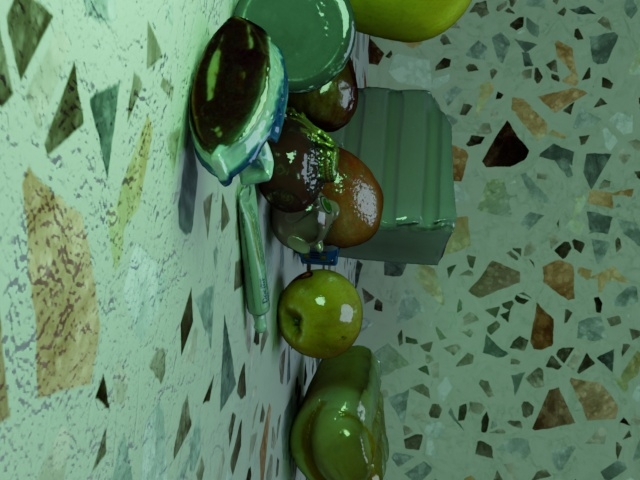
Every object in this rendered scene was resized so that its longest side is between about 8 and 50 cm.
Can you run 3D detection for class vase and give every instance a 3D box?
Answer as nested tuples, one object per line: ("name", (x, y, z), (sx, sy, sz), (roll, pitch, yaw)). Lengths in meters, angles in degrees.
("vase", (-0.036, -0.300, 1.403), (0.321, 0.173, 0.173), (-87, 180, -86))

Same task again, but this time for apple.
("apple", (-0.005, 0.146, 1.791), (0.155, 0.182, 0.183), (-19, 115, -50))

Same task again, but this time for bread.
("bread", (0.039, 0.446, 2.106), (0.341, 0.210, 0.301), (-72, 152, -65))

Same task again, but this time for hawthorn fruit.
("hawthorn fruit", (0.018, -0.102, 1.787), (0.199, 0.199, 0.251), (-79, 156, -51))

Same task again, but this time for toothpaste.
("toothpaste", (-0.103, 0.029, 1.424), (0.067, 0.037, 0.256), (-62, 151, -62))

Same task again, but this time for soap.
("soap", (0.165, -0.173, 2.334), (0.213, 0.350, 0.435), (80, 12, -60))

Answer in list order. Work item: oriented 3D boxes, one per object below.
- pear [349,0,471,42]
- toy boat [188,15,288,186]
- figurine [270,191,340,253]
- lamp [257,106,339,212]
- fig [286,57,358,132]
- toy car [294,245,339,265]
("pear", (0.094, -0.511, 1.461), (0.418, 0.362, 0.362), (46, 39, -40))
("toy boat", (-0.090, -0.158, 1.090), (0.115, 0.114, 0.262), (61, 27, -54))
("figurine", (-0.029, -0.041, 1.660), (0.138, 0.125, 0.125), (-55, 147, -68))
("lamp", (-0.036, -0.124, 1.506), (0.157, 0.134, 0.156), (87, 9, -53))
("fig", (-0.004, -0.332, 1.644), (0.170, 0.145, 0.274), (-145, -123, -81))
("toy car", (0.000, 0.000, 2.036), (0.191, 0.097, 0.100), (-74, 166, -63))
